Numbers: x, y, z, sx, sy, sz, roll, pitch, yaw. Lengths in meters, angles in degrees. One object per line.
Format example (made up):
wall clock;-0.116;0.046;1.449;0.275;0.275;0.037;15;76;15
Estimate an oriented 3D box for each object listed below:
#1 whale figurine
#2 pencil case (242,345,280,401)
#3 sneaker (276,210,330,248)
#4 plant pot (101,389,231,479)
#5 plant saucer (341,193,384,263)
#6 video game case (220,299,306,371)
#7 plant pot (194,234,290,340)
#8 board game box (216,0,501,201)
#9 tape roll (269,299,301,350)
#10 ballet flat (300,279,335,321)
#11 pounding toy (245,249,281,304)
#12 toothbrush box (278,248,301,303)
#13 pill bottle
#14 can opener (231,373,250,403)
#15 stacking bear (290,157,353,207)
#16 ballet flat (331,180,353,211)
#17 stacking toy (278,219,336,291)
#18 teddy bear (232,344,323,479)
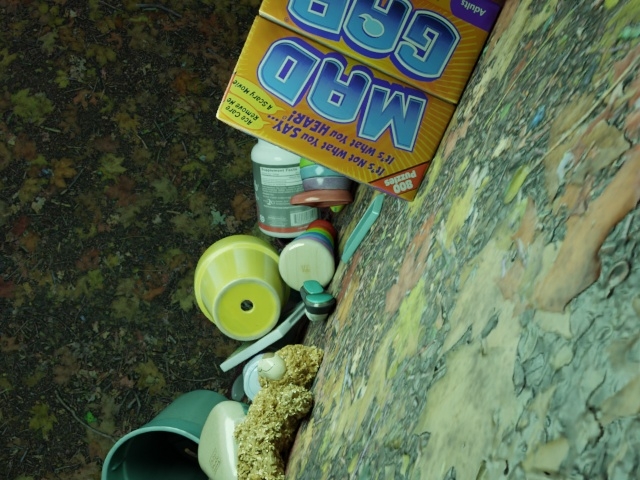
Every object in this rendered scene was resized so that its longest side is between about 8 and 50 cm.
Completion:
whale figurine;-0.170;0.478;1.313;0.216;0.141;0.272;-65;30;14
pencil case;-0.132;0.328;1.481;0.124;0.113;0.273;-54;4;-9
sneaker;-0.063;-0.041;2.052;0.281;0.163;0.106;-76;11;-57
plant pot;-0.373;0.598;1.670;0.334;0.341;0.341;-58;-7;-78
plant saucer;0.091;-0.025;1.331;0.192;0.018;0.067;122;170;-48
video game case;-0.132;0.240;1.555;0.227;0.026;0.206;-35;3;32
plant pot;-0.194;0.133;1.529;0.253;0.254;0.239;-66;16;8
board game box;0.053;-0.314;1.135;0.356;0.356;0.356;-115;48;-82
tape roll;-0.124;0.281;1.791;0.219;0.072;0.219;-156;90;-85
ballet flat;-0.006;0.143;1.351;0.203;0.074;0.074;-135;69;-77
pounding toy;-0.145;0.145;1.823;0.183;0.110;0.236;-36;42;35
toothbrush box;-0.141;0.197;2.010;0.216;0.126;0.295;-104;37;-80
pill bottle;-0.108;-0.208;1.889;0.210;0.210;0.362;-80;-13;-66
can opener;-0.211;0.421;1.976;0.280;0.093;0.074;-67;3;-59
stacking bear;0.009;-0.249;1.732;0.175;0.164;0.288;2;-95;-59
ballet flat;0.068;-0.181;1.907;0.077;0.077;0.230;95;-171;-50
stacking toy;-0.014;0.024;1.628;0.330;0.141;0.141;-62;-2;-73
teddy bear;-0.101;0.346;1.146;0.245;0.113;0.337;140;153;-72
